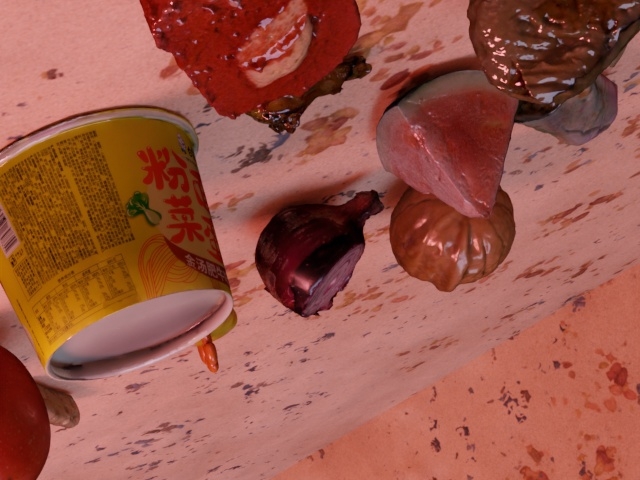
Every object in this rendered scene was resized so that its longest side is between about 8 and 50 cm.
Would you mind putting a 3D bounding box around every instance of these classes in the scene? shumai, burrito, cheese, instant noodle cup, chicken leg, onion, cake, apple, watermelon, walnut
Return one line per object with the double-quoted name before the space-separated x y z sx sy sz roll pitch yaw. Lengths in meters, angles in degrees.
"shumai" 0.283 -0.279 1.478 0.256 0.189 0.218 -44 175 10
"burrito" 0.367 -0.197 1.872 0.144 0.089 0.229 -31 158 26
"cheese" -0.466 0.284 2.190 0.043 0.065 0.194 -32 159 2
"instant noodle cup" -0.247 0.018 1.503 0.311 0.222 0.311 -21 161 -7
"chicken leg" -0.016 -0.177 1.506 0.178 0.070 0.093 -27 140 -32
"onion" 0.000 0.000 1.894 0.218 0.140 0.195 -53 159 7
"cake" -0.063 -0.236 1.157 0.177 0.151 0.283 -23 157 7
"apple" -0.509 0.264 1.800 0.260 0.260 0.216 -22 135 -7
"watermelon" 0.185 -0.139 1.726 0.207 0.202 0.136 -21 -160 -3
"walnut" 0.206 -0.016 2.011 0.213 0.213 0.213 -21 161 -8

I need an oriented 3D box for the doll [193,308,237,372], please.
"doll" -0.189 0.077 1.738 0.135 0.221 0.143 -23 165 -13
